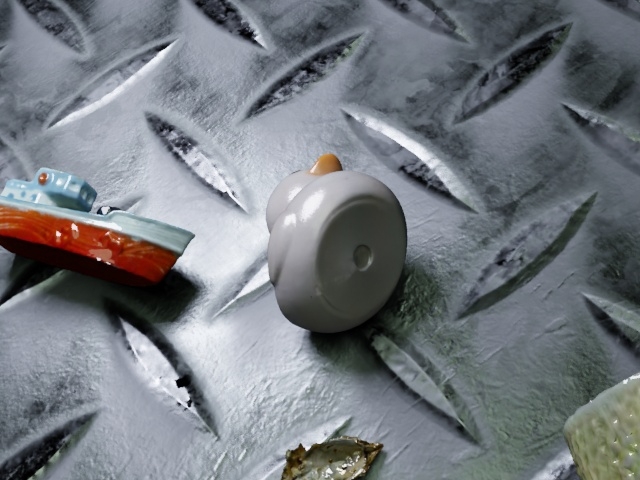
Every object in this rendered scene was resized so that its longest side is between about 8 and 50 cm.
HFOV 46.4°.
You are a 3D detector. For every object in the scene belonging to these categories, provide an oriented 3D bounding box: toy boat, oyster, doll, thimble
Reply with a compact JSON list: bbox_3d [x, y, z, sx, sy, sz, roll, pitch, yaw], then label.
[{"bbox_3d":[-0.342,-0.024,1.118,0.332,0.145,0.133,13,70,19],"label":"toy boat"},{"bbox_3d":[0.015,0.294,0.954,0.132,0.029,0.086,0,66,4],"label":"oyster"},{"bbox_3d":[0.000,0.000,1.053,0.221,0.221,0.251,10,90,13],"label":"doll"},{"bbox_3d":[0.411,0.231,0.800,0.271,0.271,0.150,-16,57,-1],"label":"thimble"}]
